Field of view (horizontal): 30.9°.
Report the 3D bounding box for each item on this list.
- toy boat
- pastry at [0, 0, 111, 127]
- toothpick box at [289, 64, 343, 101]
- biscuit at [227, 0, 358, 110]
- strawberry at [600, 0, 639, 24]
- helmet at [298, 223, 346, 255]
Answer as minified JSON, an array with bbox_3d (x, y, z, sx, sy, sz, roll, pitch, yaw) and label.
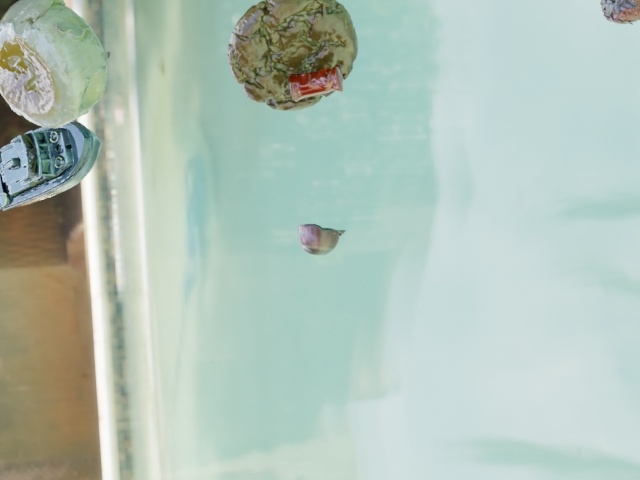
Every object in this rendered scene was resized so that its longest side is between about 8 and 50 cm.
[{"bbox_3d":[-0.477,-0.136,1.992,0.296,0.122,0.114,-17,82,45],"label":"toy boat"},{"bbox_3d":[-0.326,-0.214,1.386,0.088,0.166,0.166,-43,-31,-45],"label":"pastry"},{"bbox_3d":[-0.005,-0.253,1.855,0.047,0.083,0.047,-10,-90,-77],"label":"toothpick box"},{"bbox_3d":[-0.043,-0.303,1.870,0.042,0.226,0.226,-108,20,-47],"label":"biscuit"},{"bbox_3d":[0.416,-0.328,1.544,0.083,0.096,0.083,15,113,40],"label":"strawberry"},{"bbox_3d":[0.001,0.001,1.914,0.065,0.084,0.049,-8,75,62],"label":"helmet"}]
